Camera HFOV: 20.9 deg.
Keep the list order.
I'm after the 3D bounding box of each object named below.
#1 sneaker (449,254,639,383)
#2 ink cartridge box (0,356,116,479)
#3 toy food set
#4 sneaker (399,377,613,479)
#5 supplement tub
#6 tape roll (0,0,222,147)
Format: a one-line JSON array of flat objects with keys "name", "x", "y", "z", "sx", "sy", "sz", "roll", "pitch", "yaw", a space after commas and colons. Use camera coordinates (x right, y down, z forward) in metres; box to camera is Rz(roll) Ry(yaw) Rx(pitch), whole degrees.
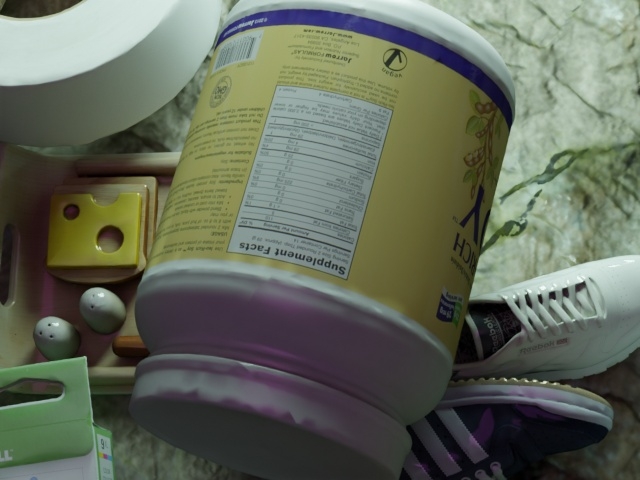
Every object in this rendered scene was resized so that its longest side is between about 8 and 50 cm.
[{"name": "sneaker", "x": 0.178, "y": 0.068, "z": 1.411, "sx": 0.235, "sy": 0.095, "sz": 0.090, "roll": -21, "pitch": 70, "yaw": 0}, {"name": "ink cartridge box", "x": -0.227, "y": 0.209, "z": 1.435, "sx": 0.109, "sy": 0.062, "sz": 0.209, "roll": -9, "pitch": 78, "yaw": 6}, {"name": "toy food set", "x": -0.135, "y": 0.015, "z": 1.474, "sx": 0.306, "sy": 0.092, "sz": 0.220, "roll": -1, "pitch": 73, "yaw": 8}, {"name": "sneaker", "x": 0.091, "y": 0.194, "z": 1.381, "sx": 0.282, "sy": 0.099, "sz": 0.153, "roll": -3, "pitch": 68, "yaw": 15}, {"name": "supplement tub", "x": 0.000, "y": 0.000, "z": 1.304, "sx": 0.241, "sy": 0.241, "sz": 0.331, "roll": 11, "pitch": 70, "yaw": 12}, {"name": "tape roll", "x": -0.233, "y": -0.226, "z": 1.528, "sx": 0.286, "sy": 0.100, "sz": 0.286, "roll": -5, "pitch": 60, "yaw": 8}]
